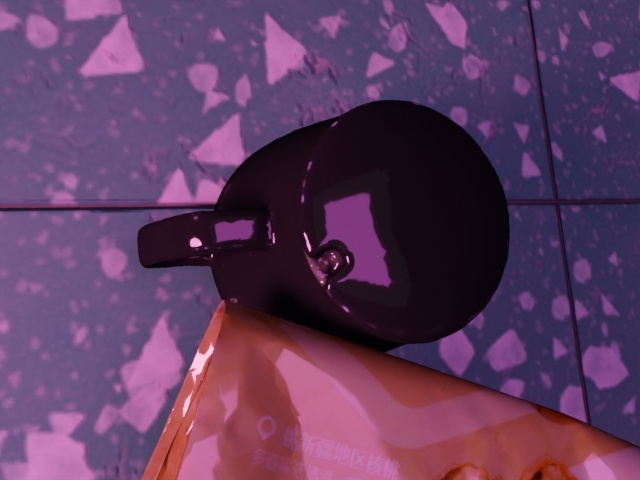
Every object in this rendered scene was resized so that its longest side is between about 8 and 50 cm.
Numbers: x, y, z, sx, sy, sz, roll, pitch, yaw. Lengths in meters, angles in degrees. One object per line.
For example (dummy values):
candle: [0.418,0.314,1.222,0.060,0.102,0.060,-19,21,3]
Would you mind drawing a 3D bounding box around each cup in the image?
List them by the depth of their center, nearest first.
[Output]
cup: [0.000,0.000,0.493,0.223,0.176,0.169,-2,84,-27]

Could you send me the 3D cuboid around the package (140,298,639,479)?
package: [0.040,0.197,0.459,0.311,0.165,0.221,20,66,-14]
